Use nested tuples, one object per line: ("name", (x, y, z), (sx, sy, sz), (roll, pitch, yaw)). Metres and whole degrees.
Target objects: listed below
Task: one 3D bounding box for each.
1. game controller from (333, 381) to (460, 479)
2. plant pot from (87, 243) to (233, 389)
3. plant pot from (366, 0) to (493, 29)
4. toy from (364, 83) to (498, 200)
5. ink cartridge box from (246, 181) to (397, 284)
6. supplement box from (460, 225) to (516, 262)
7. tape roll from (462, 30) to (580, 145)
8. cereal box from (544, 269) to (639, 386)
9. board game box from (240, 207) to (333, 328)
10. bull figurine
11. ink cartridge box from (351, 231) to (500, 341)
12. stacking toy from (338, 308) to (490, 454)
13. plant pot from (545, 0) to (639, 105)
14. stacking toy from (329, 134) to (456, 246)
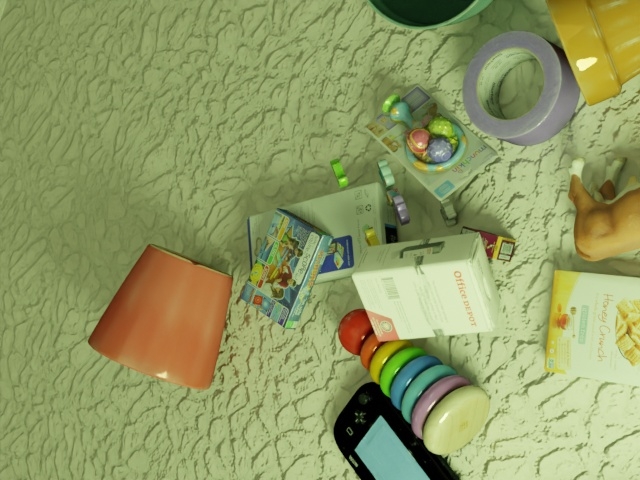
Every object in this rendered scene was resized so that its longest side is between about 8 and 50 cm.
("game controller", (0.143, 0.414, 1.836), (0.166, 0.067, 0.319), (-52, 56, 21))
("plant pot", (-0.315, 0.152, 2.125), (0.275, 0.275, 0.243), (20, 87, 38))
("plant pot", (0.228, -0.519, 1.786), (0.293, 0.196, 0.293), (7, 102, 34))
("toy", (0.194, -0.194, 1.846), (0.137, 0.056, 0.237), (-39, 53, -5))
("ink cartridge box", (0.000, 0.000, 2.002), (0.333, 0.065, 0.165), (-12, 77, 35))
("supplement box", (0.292, 0.007, 1.777), (0.083, 0.055, 0.043), (18, 96, 39))
("tape roll", (0.347, -0.263, 1.752), (0.189, 0.080, 0.189), (-5, 81, 37))
("cereal box", (0.483, 0.142, 1.613), (0.240, 0.047, 0.173), (4, 87, 38))
("board game box", (-0.068, 0.055, 1.986), (0.136, 0.035, 0.201), (31, 103, 36))
("bull figurine", (0.530, -0.065, 1.572), (0.310, 0.101, 0.188), (-16, 71, 34))
("ink cartridge box", (0.187, 0.082, 1.753), (0.218, 0.092, 0.158), (-7, 123, 26))
("stacking toy", (0.147, 0.231, 1.821), (0.330, 0.141, 0.141), (42, 110, 38))
("plant pot", (0.478, -0.343, 1.599), (0.188, 0.205, 0.205), (-21, 71, 19))
("stacking toy", (0.133, -0.091, 1.861), (0.167, 0.052, 0.221), (-22, 66, -4))
